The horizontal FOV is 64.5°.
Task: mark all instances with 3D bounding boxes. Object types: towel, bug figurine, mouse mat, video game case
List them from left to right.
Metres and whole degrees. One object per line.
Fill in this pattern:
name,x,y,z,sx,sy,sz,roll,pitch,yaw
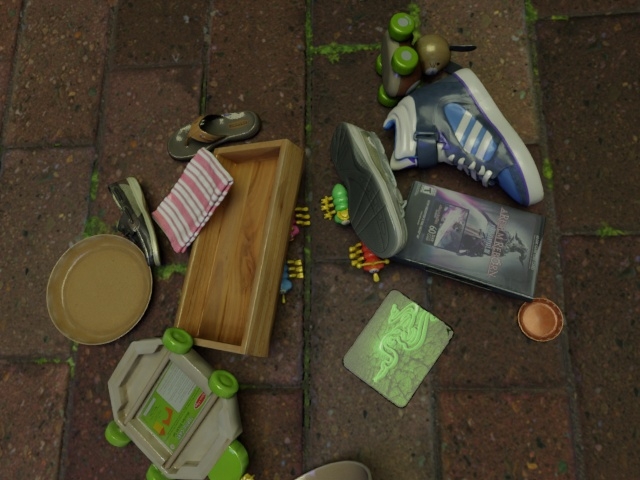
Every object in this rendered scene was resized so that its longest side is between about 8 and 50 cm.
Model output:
towel,-0.270,-0.087,1.062,0.197,0.029,0.144,-53,52,9
bug figurine,0.000,0.000,1.036,0.278,0.072,0.216,-14,75,4
mouse mat,0.152,0.211,1.000,0.152,0.007,0.190,34,82,14
video game case,0.290,-0.006,0.995,0.274,0.026,0.196,17,58,11

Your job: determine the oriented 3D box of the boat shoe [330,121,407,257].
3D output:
boat shoe,0.109,-0.107,0.999,0.103,0.118,0.320,1,49,-26

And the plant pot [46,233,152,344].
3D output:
plant pot,-0.468,0.104,1.087,0.236,0.032,0.236,-1,76,6

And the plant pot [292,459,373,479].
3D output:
plant pot,0.033,0.557,0.826,0.256,0.256,0.274,-28,91,-1

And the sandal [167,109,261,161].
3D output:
sandal,-0.242,-0.244,1.131,0.219,0.060,0.090,-14,75,3

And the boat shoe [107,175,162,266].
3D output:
boat shoe,-0.396,-0.036,1.081,0.073,0.080,0.224,-17,68,-19

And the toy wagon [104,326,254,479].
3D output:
toy wagon,-0.251,0.339,0.945,0.344,0.068,0.267,38,107,13

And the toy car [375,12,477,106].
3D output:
toy car,0.225,-0.376,1.072,0.188,0.155,0.149,-1,76,-6

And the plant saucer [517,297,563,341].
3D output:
plant saucer,0.423,0.153,0.978,0.083,0.013,0.084,-2,75,6

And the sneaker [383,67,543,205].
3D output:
sneaker,0.266,-0.167,1.029,0.236,0.130,0.323,-29,79,9

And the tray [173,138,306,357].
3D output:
tray,-0.161,0.010,1.014,0.202,0.076,0.411,1,75,35
